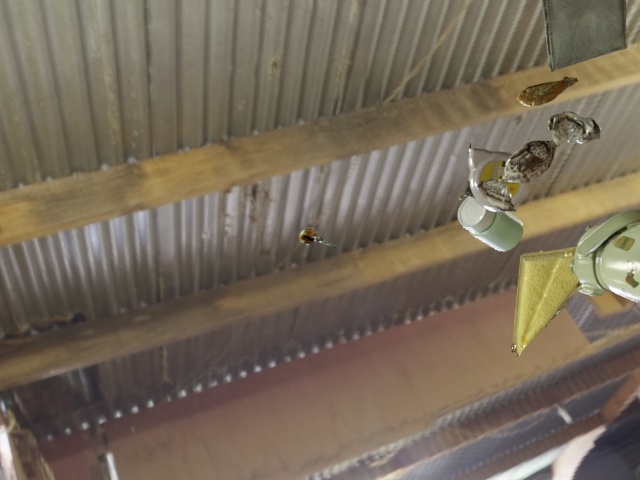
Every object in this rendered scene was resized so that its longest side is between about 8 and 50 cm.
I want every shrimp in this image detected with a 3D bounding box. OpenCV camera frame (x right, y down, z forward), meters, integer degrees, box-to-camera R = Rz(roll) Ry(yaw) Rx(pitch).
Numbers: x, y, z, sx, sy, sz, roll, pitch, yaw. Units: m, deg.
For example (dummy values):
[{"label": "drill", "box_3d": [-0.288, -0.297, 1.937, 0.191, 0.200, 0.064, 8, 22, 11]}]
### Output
[{"label": "shrimp", "box_3d": [0.630, -0.410, 2.095, 0.184, 0.091, 0.043, -25, -50, -12]}]

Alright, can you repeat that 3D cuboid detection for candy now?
[{"label": "candy", "box_3d": [0.000, 0.000, 2.247, 0.055, 0.049, 0.184, -22, -24, 28]}, {"label": "candy", "box_3d": [0.374, -0.138, 1.307, 0.226, 0.094, 0.051, -38, -20, 10]}]

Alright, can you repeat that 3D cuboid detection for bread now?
[{"label": "bread", "box_3d": [0.684, 0.187, 2.234, 0.242, 0.405, 0.346, 2, 15, 16]}]

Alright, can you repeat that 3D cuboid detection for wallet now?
[{"label": "wallet", "box_3d": [0.512, -0.449, 1.467, 0.167, 0.036, 0.222, -18, -52, 3]}]

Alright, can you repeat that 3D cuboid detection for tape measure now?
[{"label": "tape measure", "box_3d": [0.507, -0.174, 2.181, 0.196, 0.179, 0.105, 13, 3, 5]}]

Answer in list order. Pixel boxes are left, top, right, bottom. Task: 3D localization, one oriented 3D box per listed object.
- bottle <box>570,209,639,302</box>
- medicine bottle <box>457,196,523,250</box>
[{"label": "bottle", "box_3d": [0.764, 0.042, 1.802, 0.229, 0.351, 0.229, -5, -81, -33]}, {"label": "medicine bottle", "box_3d": [0.593, -0.061, 2.637, 0.225, 0.139, 0.139, 26, -60, -38]}]
